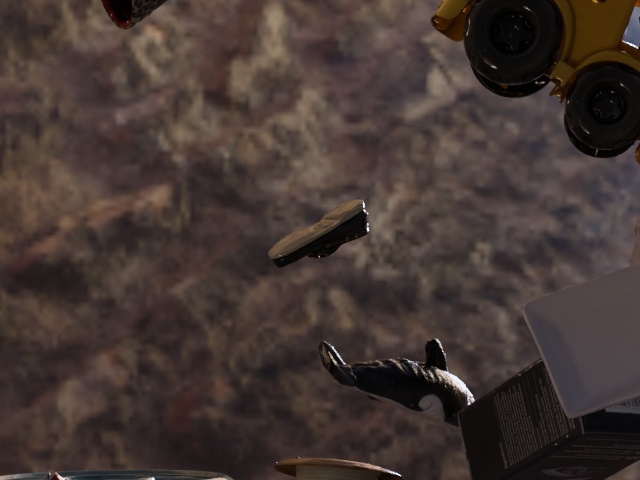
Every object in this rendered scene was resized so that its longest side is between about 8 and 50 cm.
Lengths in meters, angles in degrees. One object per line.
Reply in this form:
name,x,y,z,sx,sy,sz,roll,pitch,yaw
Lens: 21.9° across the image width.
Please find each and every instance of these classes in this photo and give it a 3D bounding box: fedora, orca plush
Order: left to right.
fedora,0.022,0.347,2.266,0.194,0.079,0.194,6,165,2
orca plush,0.117,0.173,2.212,0.287,0.102,0.151,23,171,-31

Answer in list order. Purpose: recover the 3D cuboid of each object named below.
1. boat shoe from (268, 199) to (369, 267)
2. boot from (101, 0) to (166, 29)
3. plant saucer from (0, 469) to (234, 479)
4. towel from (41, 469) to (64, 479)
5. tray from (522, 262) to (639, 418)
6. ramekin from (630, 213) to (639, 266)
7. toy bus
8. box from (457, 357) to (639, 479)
boat shoe,0.001,0.000,1.800,0.133,0.042,0.049,-29,-158,-34
boot,-0.156,-0.348,1.813,0.178,0.236,0.085,-36,-117,-30
plant saucer,-0.223,0.266,1.722,0.318,0.043,0.317,0,175,0
towel,-0.181,0.384,1.360,0.037,0.329,0.237,-14,-149,47
tray,0.341,0.077,1.581,0.270,0.030,0.145,-19,-129,1
ramekin,0.514,0.066,2.106,0.273,0.127,0.273,20,175,2
toy bus,0.232,-0.188,1.351,0.220,0.211,0.149,36,-178,7
box,0.280,0.210,1.888,0.153,0.207,0.108,7,-120,-33
